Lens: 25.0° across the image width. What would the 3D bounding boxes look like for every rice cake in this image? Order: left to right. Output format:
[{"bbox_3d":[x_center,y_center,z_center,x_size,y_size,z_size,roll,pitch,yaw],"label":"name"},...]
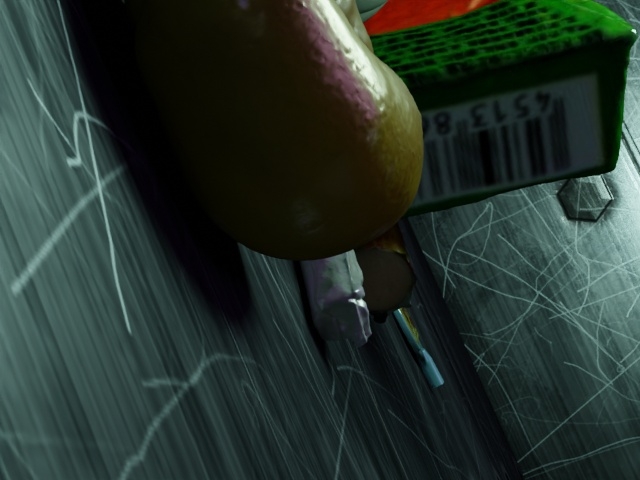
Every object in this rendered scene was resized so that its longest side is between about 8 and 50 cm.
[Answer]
[{"bbox_3d":[0.001,0.000,1.216,0.270,0.049,0.055,-105,-170,-57],"label":"rice cake"}]

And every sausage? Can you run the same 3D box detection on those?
[{"bbox_3d":[0.048,-0.010,1.552,0.371,0.082,0.082,-97,161,-73],"label":"sausage"}]

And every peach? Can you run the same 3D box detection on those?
[{"bbox_3d":[-0.032,-0.107,0.897,0.251,0.153,0.251,155,-90,-89],"label":"peach"}]

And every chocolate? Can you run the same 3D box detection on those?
[{"bbox_3d":[0.123,-0.159,1.520,0.341,0.360,0.161,-100,177,-67],"label":"chocolate"}]

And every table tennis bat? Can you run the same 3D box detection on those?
[{"bbox_3d":[0.120,0.124,1.901,0.155,0.019,0.100,63,5,-6],"label":"table tennis bat"}]

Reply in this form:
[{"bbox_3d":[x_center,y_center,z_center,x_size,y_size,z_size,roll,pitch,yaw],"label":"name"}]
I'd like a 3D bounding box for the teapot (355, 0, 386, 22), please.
[{"bbox_3d":[-0.042,-0.292,1.395,0.149,0.318,0.220,20,-60,53],"label":"teapot"}]
